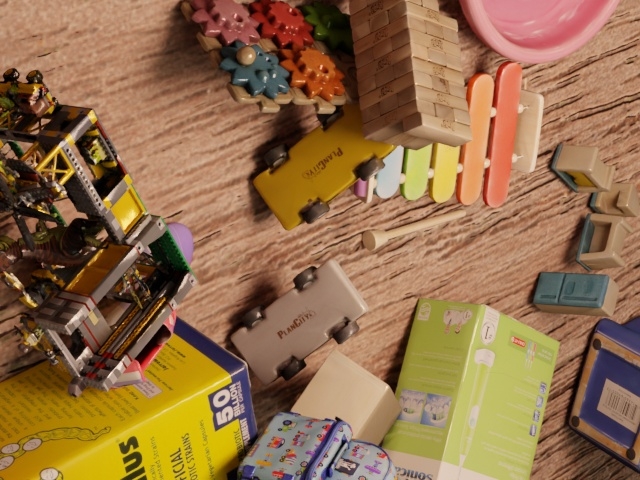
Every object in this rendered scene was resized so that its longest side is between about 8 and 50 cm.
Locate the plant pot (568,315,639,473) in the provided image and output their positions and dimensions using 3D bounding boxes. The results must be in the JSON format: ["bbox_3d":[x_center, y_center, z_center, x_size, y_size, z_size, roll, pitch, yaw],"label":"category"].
[{"bbox_3d":[0.548,0.256,2.256,0.212,0.236,0.236,5,107,-35],"label":"plant pot"}]

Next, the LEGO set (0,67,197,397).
[{"bbox_3d":[-0.296,0.010,1.421,0.192,0.255,0.331,-52,142,-32],"label":"LEGO set"}]

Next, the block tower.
[{"bbox_3d":[0.095,-0.267,1.620,0.091,0.097,0.336,9,67,-42],"label":"block tower"}]

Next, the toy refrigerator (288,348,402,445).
[{"bbox_3d":[0.034,0.221,1.816,0.102,0.094,0.269,-55,168,-6],"label":"toy refrigerator"}]

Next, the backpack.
[{"bbox_3d":[0.010,0.281,1.592,0.158,0.173,0.117,-47,137,-48],"label":"backpack"}]

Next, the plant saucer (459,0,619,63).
[{"bbox_3d":[0.289,-0.403,1.843,0.332,0.084,0.332,-17,120,-33],"label":"plant saucer"}]

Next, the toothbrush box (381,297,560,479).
[{"bbox_3d":[0.211,0.247,1.992,0.206,0.122,0.283,24,75,-43],"label":"toothbrush box"}]

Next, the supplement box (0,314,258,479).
[{"bbox_3d":[-0.263,0.258,1.596,0.356,0.195,0.194,-27,124,-28],"label":"supplement box"}]

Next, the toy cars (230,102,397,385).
[{"bbox_3d":[0.000,0.000,1.738,0.087,0.176,0.394,-24,127,-62],"label":"toy cars"}]

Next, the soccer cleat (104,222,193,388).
[{"bbox_3d":[-0.190,0.074,1.597,0.248,0.095,0.083,-59,141,-42],"label":"soccer cleat"}]

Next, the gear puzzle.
[{"bbox_3d":[0.012,-0.225,1.634,0.338,0.175,0.044,-4,142,-39],"label":"gear puzzle"}]

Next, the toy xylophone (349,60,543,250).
[{"bbox_3d":[0.159,-0.107,1.866,0.322,0.081,0.236,-20,121,-32],"label":"toy xylophone"}]

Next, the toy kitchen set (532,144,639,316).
[{"bbox_3d":[0.371,-0.015,2.087,0.166,0.122,0.207,37,64,-43],"label":"toy kitchen set"}]

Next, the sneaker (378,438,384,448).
[{"bbox_3d":[0.091,0.337,2.010,0.170,0.074,0.063,-33,127,-25],"label":"sneaker"}]
